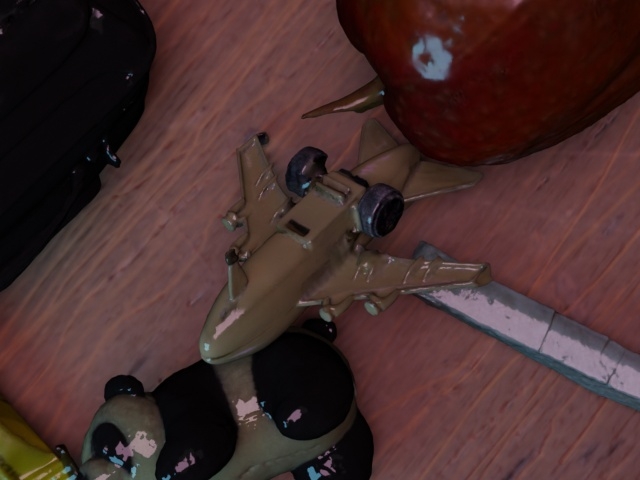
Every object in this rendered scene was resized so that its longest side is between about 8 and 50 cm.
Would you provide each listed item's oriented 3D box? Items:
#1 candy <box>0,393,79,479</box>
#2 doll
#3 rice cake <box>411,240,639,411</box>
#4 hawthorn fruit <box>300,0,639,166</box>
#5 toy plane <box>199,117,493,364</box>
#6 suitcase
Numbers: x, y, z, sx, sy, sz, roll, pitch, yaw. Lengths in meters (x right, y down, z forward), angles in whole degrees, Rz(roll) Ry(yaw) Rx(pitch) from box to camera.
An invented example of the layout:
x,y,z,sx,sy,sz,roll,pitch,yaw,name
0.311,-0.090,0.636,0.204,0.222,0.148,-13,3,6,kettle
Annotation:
x,y,z,sx,sy,sz,roll,pitch,yaw,name
-0.328,0.125,1.249,0.187,0.081,0.297,-35,80,11,candy
-0.071,0.151,1.188,0.234,0.143,0.135,-26,47,-11,doll
0.178,0.073,1.221,0.245,0.042,0.045,27,79,5,rice cake
0.139,-0.184,1.143,0.258,0.258,0.262,26,118,6,hawthorn fruit
0.000,0.000,1.172,0.242,0.104,0.256,31,49,29,toy plane
-0.324,-0.112,1.173,0.339,0.188,0.345,42,68,1,suitcase
